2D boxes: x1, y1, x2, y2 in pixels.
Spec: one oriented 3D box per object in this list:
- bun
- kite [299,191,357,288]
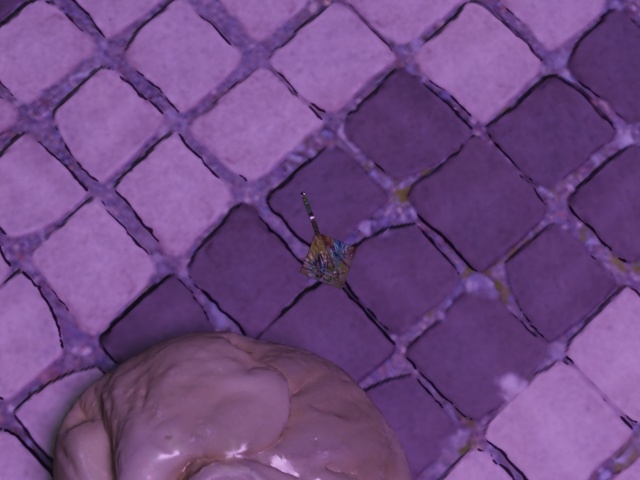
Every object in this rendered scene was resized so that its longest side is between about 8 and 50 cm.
[{"bbox_3d":[-0.057,0.178,0.975,0.259,0.160,0.259,0,73,-1],"label":"bun"},{"bbox_3d":[0.006,0.000,1.102,0.044,0.002,0.078,0,75,0],"label":"kite"}]
